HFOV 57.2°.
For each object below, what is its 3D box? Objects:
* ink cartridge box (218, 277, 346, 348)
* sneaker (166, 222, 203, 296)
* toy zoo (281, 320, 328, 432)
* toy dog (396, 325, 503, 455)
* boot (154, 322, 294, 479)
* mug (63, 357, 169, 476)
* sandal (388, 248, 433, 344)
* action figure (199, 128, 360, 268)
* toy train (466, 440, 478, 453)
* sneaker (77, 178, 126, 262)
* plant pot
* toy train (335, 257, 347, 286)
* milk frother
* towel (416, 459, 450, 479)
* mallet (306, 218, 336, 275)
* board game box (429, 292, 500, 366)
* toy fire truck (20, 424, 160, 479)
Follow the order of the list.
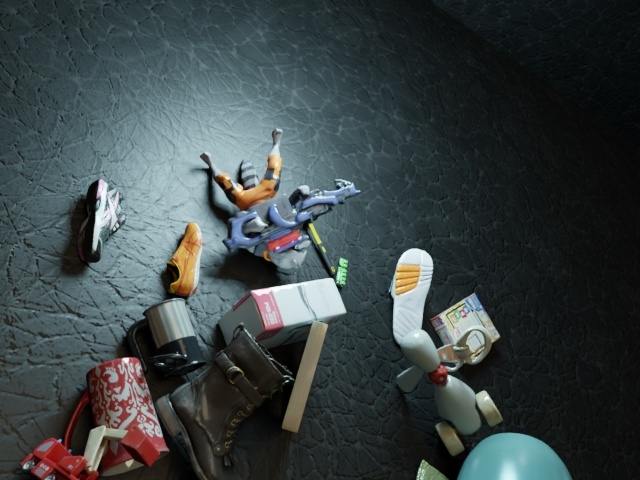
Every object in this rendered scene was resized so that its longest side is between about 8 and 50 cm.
[{"bbox_3d":[-0.079,0.161,1.243,0.217,0.158,0.092,-8,67,-41],"label":"ink cartridge box"},{"bbox_3d":[-0.286,0.032,1.234,0.067,0.064,0.175,13,52,-20],"label":"sneaker"},{"bbox_3d":[-0.031,0.266,1.149,0.030,0.293,0.192,17,75,2],"label":"toy zoo"},{"bbox_3d":[0.301,0.342,1.422,0.220,0.161,0.334,-14,103,-4],"label":"toy dog"},{"bbox_3d":[-0.143,0.311,1.055,0.229,0.091,0.263,-36,92,-8],"label":"boot"},{"bbox_3d":[-0.346,0.295,0.983,0.150,0.113,0.169,-1,61,-41],"label":"mug"},{"bbox_3d":[0.226,0.151,1.562,0.101,0.076,0.265,17,73,-12],"label":"sandal"},{"bbox_3d":[-0.093,-0.089,1.391,0.341,0.178,0.330,-16,77,-17],"label":"action figure"},{"bbox_3d":[0.408,0.573,1.459,0.036,0.027,0.158,-24,80,-32],"label":"toy train"},{"bbox_3d":[-0.424,-0.037,1.166,0.077,0.072,0.178,24,55,-38],"label":"sneaker"},{"bbox_3d":[0.433,0.577,1.301,0.293,0.293,0.235,39,39,-12],"label":"plant pot"},{"bbox_3d":[0.053,0.082,1.502,0.023,0.017,0.083,21,51,-14],"label":"toy train"},{"bbox_3d":[-0.281,0.178,1.086,0.129,0.143,0.135,-12,70,-38],"label":"milk frother"},{"bbox_3d":[0.250,0.586,1.324,0.110,0.027,0.148,41,44,-11],"label":"towel"},{"bbox_3d":[0.000,0.000,1.504,0.062,0.039,0.190,-27,86,-47],"label":"mallet"},{"bbox_3d":[0.411,0.248,1.656,0.193,0.045,0.147,-19,76,-44],"label":"board game box"},{"bbox_3d":[-0.351,0.329,0.890,0.135,0.192,0.047,-49,131,-35],"label":"toy fire truck"}]
